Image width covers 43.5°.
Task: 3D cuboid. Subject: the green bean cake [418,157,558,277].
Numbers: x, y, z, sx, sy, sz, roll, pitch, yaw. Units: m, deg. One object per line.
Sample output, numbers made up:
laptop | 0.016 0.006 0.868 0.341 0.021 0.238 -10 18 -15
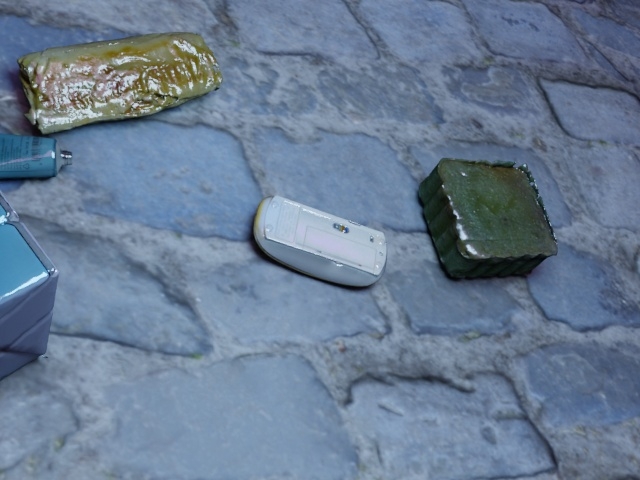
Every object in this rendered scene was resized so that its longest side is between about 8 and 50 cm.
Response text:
green bean cake | 0.250 -0.032 1.223 0.181 0.094 0.173 -3 64 -26

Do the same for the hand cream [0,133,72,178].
hand cream | -0.428 -0.106 1.004 0.224 0.048 0.083 1 61 -16

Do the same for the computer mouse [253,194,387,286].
computer mouse | 0.000 0.001 1.122 0.199 0.045 0.102 18 55 -13

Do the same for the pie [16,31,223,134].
pie | -0.280 -0.224 1.115 0.282 0.068 0.128 -18 82 -31

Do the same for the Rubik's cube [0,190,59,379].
Rubik's cube | -0.420 0.050 0.798 0.231 0.221 0.224 -34 78 -35
